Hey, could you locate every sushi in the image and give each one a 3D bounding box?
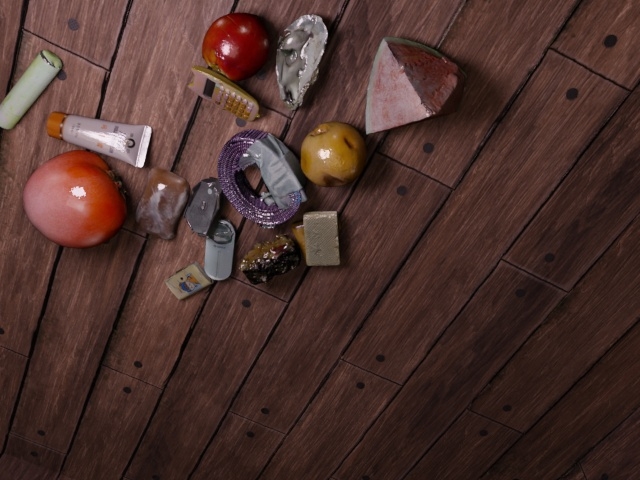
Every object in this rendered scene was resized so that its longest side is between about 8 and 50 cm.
[{"bbox_3d":[-0.177,0.057,1.883,0.213,0.147,0.115,-23,119,6],"label":"sushi"}]

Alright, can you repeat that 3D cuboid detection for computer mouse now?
[{"bbox_3d":[-0.385,-0.111,1.836,0.126,0.071,0.231,35,116,18],"label":"computer mouse"}]

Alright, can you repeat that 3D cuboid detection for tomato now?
[{"bbox_3d":[-0.791,-0.126,1.742,0.322,0.321,0.321,2,118,4],"label":"tomato"}]

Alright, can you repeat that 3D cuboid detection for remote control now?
[{"bbox_3d":[-0.361,0.032,1.931,0.104,0.052,0.247,11,118,-2],"label":"remote control"}]

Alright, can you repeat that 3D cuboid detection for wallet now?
[{"bbox_3d":[-0.495,0.153,2.016,0.155,0.039,0.110,-29,113,18],"label":"wallet"}]

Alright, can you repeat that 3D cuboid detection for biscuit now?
[{"bbox_3d":[0.000,0.000,1.888,0.174,0.039,0.183,-12,117,9],"label":"biscuit"},{"bbox_3d":[0.005,-0.005,1.840,0.121,0.040,0.199,-1,118,7],"label":"biscuit"}]

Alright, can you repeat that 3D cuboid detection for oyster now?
[{"bbox_3d":[-0.051,-0.520,1.585,0.199,0.087,0.252,-9,110,21],"label":"oyster"}]

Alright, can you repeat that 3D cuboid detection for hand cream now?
[{"bbox_3d":[-0.716,-0.334,1.751,0.314,0.089,0.139,11,91,-6],"label":"hand cream"}]

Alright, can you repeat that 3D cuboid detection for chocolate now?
[{"bbox_3d":[-0.554,-0.113,1.856,0.157,0.080,0.254,24,118,-7],"label":"chocolate"}]

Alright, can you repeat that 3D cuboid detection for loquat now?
[{"bbox_3d":[0.040,-0.256,1.657,0.213,0.213,0.213,2,118,4],"label":"loquat"}]

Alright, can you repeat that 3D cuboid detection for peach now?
[{"bbox_3d":[-0.234,-0.560,1.537,0.197,0.197,0.197,2,118,4],"label":"peach"}]

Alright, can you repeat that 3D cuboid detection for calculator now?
[{"bbox_3d":[-0.286,-0.441,1.636,0.237,0.033,0.157,30,159,-12],"label":"calculator"}]

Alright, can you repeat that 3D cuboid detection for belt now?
[{"bbox_3d":[-0.191,-0.203,1.753,0.260,0.122,0.324,-20,112,23],"label":"belt"}]

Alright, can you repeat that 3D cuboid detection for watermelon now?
[{"bbox_3d":[0.272,-0.387,1.548,0.283,0.292,0.250,9,148,0],"label":"watermelon"}]

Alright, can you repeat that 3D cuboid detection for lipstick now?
[{"bbox_3d":[-0.928,-0.474,1.704,0.304,0.076,0.076,-39,108,22],"label":"lipstick"}]
